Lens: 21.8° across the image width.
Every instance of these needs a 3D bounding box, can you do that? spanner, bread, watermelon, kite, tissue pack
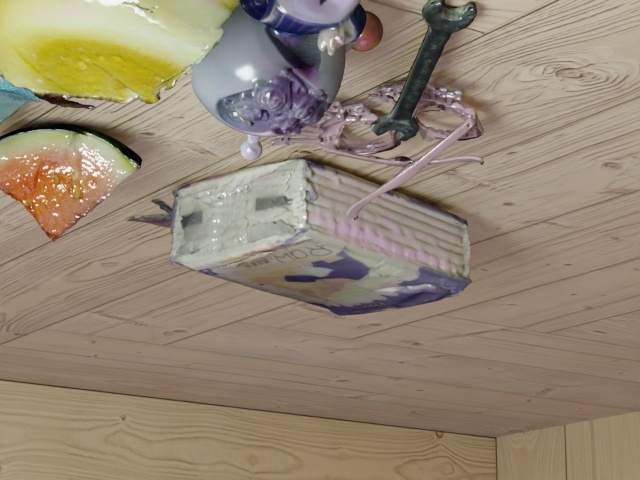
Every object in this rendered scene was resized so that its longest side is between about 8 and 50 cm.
[{"bbox_3d":[0.100,-0.166,1.648,0.054,0.015,0.254,0,153,-13],"label":"spanner"},{"bbox_3d":[-0.175,-0.210,1.358,0.261,0.158,0.156,8,151,22],"label":"bread"},{"bbox_3d":[-0.311,-0.089,1.899,0.145,0.137,0.193,44,148,-15],"label":"watermelon"},{"bbox_3d":[-0.199,-0.032,2.248,0.139,0.011,0.156,-5,164,12],"label":"kite"},{"bbox_3d":[0.000,0.000,2.141,0.242,0.125,0.344,-12,158,40],"label":"tissue pack"}]

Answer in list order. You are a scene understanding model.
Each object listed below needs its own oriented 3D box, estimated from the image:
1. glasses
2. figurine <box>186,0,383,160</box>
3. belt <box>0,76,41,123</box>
[{"bbox_3d":[0.061,-0.107,1.816,0.255,0.095,0.162,-12,149,31],"label":"glasses"},{"bbox_3d":[-0.017,-0.186,1.472,0.194,0.133,0.274,13,150,-40],"label":"figurine"},{"bbox_3d":[-0.331,-0.152,1.661,0.072,0.087,0.302,4,165,-28],"label":"belt"}]
